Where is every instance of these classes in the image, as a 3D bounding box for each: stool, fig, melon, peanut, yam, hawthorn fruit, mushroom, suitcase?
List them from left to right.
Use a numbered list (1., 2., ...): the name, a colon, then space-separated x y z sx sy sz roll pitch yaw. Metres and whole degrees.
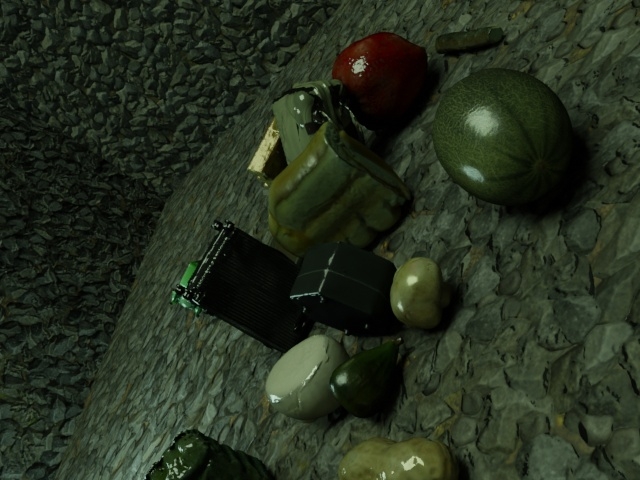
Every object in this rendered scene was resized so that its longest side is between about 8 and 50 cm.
1. suitcase: -0.174 0.123 1.584 0.230 0.335 0.152 -60 20 -9
2. suitcase: 0.002 -0.288 1.766 0.193 0.352 0.339 -22 16 -21
3. stool: 0.059 0.109 1.312 0.232 0.232 0.141 -18 44 55
4. fig: 0.100 0.259 1.187 0.177 0.117 0.117 -45 18 -25
5. hawthorn fruit: 0.192 -0.489 1.793 0.307 0.265 0.265 -36 22 -9
6. peanut: 0.116 0.378 0.999 0.263 0.101 0.117 -21 21 53
7. mushroom: 0.194 0.102 1.184 0.148 0.112 0.148 -168 90 -80
8. yam: 0.406 -0.556 1.695 0.061 0.061 0.274 -57 25 -1
9. melon: 0.338 -0.193 1.137 0.237 0.237 0.302 -48 29 18

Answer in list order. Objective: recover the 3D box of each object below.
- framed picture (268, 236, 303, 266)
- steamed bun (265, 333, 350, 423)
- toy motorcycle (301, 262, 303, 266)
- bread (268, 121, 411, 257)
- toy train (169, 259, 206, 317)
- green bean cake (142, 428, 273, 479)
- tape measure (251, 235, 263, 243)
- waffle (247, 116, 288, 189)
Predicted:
1. framed picture: -0.120 0.061 1.864 0.335 0.022 0.247 -107 38 -60
2. steamed bun: -0.017 0.304 1.308 0.228 0.130 0.177 -32 23 45
3. toy motorcycle: 0.000 0.000 1.744 0.205 0.076 0.114 -46 19 20
4. bread: 0.025 -0.105 1.555 0.341 0.300 0.210 -48 23 28
5. toy train: -0.432 0.165 2.193 0.188 0.132 0.243 -62 -4 3
6. green bean cake: -0.248 0.549 1.290 0.241 0.255 0.132 -54 26 -5
7. tape measure: -0.269 0.078 2.087 0.236 0.120 0.197 -51 14 29
8. waffle: -0.104 -0.297 2.058 0.304 0.077 0.348 -66 -19 -11
